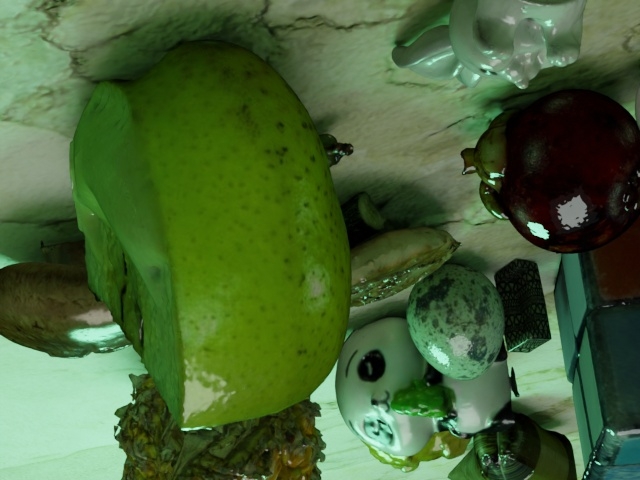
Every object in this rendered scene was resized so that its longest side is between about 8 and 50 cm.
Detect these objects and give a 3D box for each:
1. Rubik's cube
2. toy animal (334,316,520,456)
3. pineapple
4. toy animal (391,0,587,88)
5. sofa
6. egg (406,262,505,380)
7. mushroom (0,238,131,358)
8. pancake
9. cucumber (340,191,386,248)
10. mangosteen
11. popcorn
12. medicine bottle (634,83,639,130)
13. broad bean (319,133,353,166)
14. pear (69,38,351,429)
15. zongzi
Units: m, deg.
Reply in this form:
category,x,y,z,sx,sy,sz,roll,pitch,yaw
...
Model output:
category,x,y,z,sx,sy,sz,roll,pitch,yaw
Rubik's cube,0.480,0.128,1.417,0.318,0.313,0.316,-6,154,4
toy animal,0.155,0.211,1.652,0.267,0.212,0.212,-10,154,-4
pineapple,-0.160,0.320,1.685,0.352,0.352,0.300,-5,148,1
toy animal,0.148,-0.170,0.967,0.104,0.131,0.221,-12,160,-19
sofa,0.278,0.091,1.524,0.039,0.118,0.060,8,152,-27
egg,0.187,0.113,1.510,0.132,0.132,0.172,-11,112,13
mushroom,-0.278,0.069,1.340,0.278,0.146,0.278,-2,174,0
pancake,0.014,0.059,1.376,0.356,0.065,0.356,-17,172,-2
cucumber,0.000,0.001,1.362,0.058,0.058,0.187,19,146,-40
mangosteen,0.241,-0.075,1.147,0.200,0.200,0.200,-4,154,-2
popcorn,0.143,0.284,1.861,0.226,0.200,0.203,-25,-162,-35
medicine bottle,0.436,-0.096,1.153,0.133,0.133,0.274,-21,149,29
broad bean,-0.041,-0.071,1.214,0.070,0.048,0.213,16,150,-38
pear,-0.100,-0.035,1.049,0.238,0.342,0.318,-11,117,-23
zongzi,0.322,0.441,2.232,0.317,0.154,0.289,-16,145,34
